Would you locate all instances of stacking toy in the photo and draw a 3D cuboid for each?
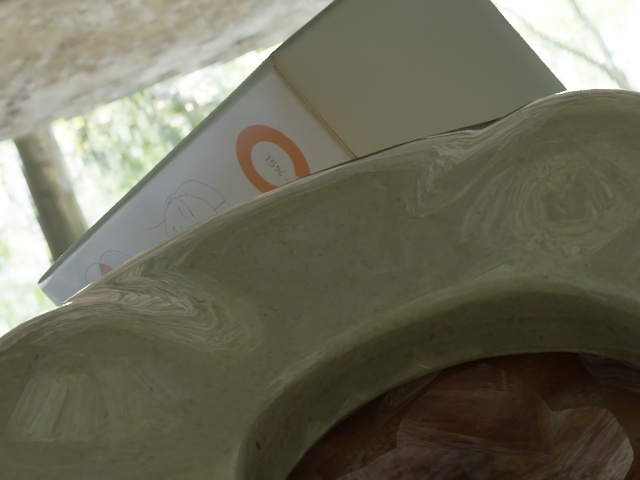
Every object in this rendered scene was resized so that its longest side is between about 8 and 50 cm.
[{"bbox_3d":[0.097,0.223,0.430,0.350,0.480,0.351,-16,23,7],"label":"stacking toy"}]

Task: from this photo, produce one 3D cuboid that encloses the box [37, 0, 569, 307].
[{"bbox_3d":[0.000,0.000,0.908,0.168,0.215,0.345,-46,7,-38],"label":"box"}]
